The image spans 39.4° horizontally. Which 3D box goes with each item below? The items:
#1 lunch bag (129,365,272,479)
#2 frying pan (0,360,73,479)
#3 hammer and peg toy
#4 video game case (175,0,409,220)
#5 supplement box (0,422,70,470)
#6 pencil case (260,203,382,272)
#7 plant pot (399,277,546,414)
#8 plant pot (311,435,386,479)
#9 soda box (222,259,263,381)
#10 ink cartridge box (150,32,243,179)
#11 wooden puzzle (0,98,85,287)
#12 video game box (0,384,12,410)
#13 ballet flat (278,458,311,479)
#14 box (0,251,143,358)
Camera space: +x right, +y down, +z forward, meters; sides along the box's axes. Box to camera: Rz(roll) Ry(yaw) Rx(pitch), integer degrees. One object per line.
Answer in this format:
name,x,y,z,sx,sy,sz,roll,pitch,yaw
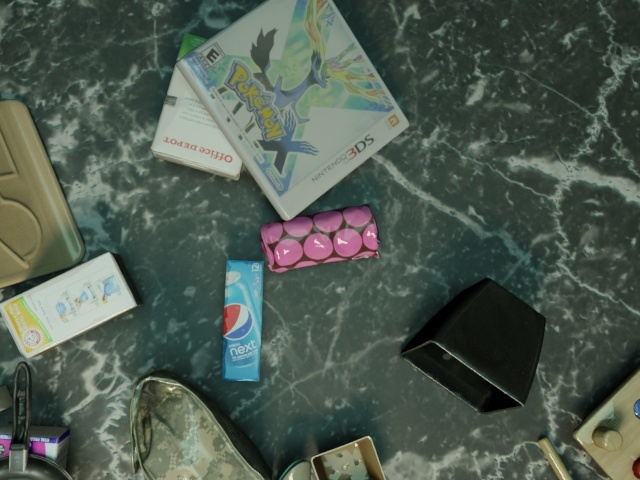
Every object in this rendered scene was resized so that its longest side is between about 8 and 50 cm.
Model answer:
lunch bag,-0.215,0.337,1.460,0.169,0.235,0.287,-37,89,-8
frying pan,-0.455,0.380,1.422,0.197,0.053,0.326,22,87,-4
hammer and peg toy,0.573,0.382,1.577,0.361,0.127,0.266,-41,90,-7
video game case,-0.038,-0.252,1.554,0.300,0.036,0.329,-39,105,-18
supplement box,-0.494,0.426,1.493,0.111,0.114,0.219,5,87,-5
pencil case,0.000,0.000,1.582,0.210,0.095,0.098,-9,111,-3
plant pot,0.278,0.174,1.551,0.188,0.187,0.167,35,70,-1
plant pot,0.047,0.401,1.547,0.109,0.096,0.108,-19,87,-7
soda box,-0.136,0.139,1.565,0.067,0.071,0.210,2,85,-5
ink cartridge box,-0.191,-0.232,1.579,0.160,0.092,0.219,16,84,-4
wooden puzzle,-0.599,-0.063,1.475,0.348,0.081,0.322,-20,86,-49
video game box,-0.614,0.296,1.446,0.187,0.205,0.048,-22,86,-7
ballet flat,-0.057,0.462,1.508,0.068,0.072,0.213,47,119,34
box,-0.420,0.109,1.522,0.203,0.114,0.103,-26,89,-6
